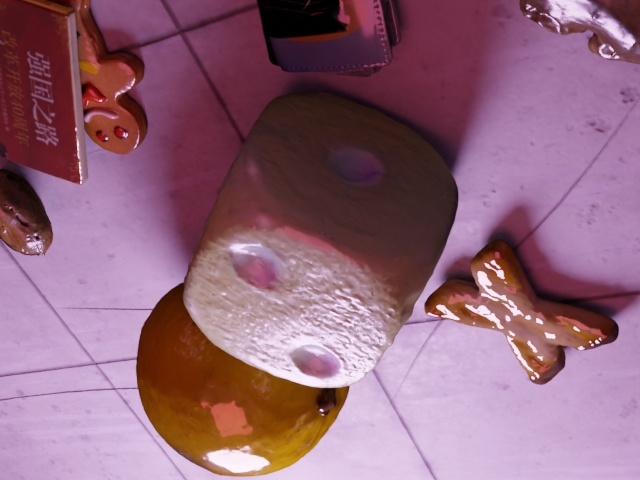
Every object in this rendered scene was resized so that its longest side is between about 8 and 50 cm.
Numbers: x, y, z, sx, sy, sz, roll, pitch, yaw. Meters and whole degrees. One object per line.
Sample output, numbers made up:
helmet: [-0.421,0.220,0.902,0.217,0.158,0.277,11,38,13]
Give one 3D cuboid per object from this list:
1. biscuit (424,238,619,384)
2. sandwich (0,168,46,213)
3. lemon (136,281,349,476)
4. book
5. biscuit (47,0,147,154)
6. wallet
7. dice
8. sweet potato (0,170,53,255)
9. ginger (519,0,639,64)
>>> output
biscuit: [0.258,0.096,1.224,0.207,0.047,0.164,34,132,-10]
sandwich: [-0.438,-0.042,1.389,0.067,0.029,0.135,10,131,11]
lemon: [-0.107,0.174,1.279,0.296,0.297,0.297,11,133,12]
book: [-0.470,-0.233,1.213,0.373,0.028,0.263,20,134,12]
biscuit: [-0.301,-0.210,1.185,0.165,0.036,0.250,-6,127,28]
wallet: [-0.007,-0.283,0.982,0.170,0.069,0.231,5,130,24]
dice: [0.000,0.000,1.100,0.254,0.252,0.250,25,135,1]
sweet potato: [-0.442,-0.068,1.293,0.081,0.062,0.233,-5,134,20]
ginger: [0.286,-0.236,0.897,0.333,0.080,0.166,40,144,-10]
